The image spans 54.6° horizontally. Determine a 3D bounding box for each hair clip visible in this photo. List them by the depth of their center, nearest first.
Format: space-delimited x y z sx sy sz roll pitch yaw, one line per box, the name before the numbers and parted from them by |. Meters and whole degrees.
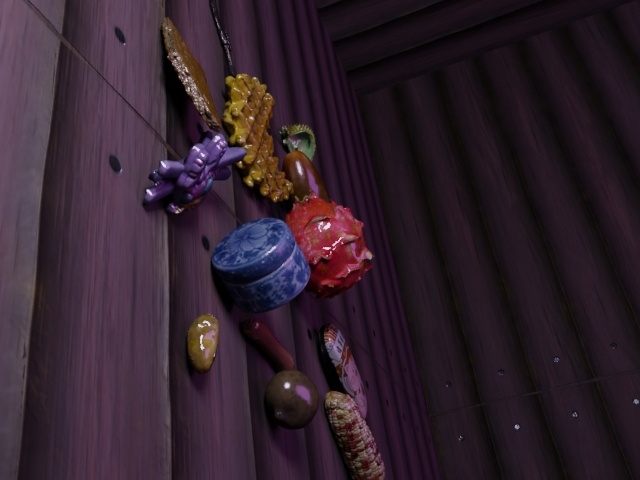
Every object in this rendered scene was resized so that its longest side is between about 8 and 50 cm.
hair clip | -0.188 -0.120 0.985 0.090 0.137 0.278 34 22 -8

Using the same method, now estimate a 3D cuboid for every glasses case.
glasses case | 0.056 0.327 1.519 0.103 0.067 0.267 -77 148 -68

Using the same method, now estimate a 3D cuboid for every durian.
durian | -0.065 -0.277 1.758 0.215 0.086 0.100 58 34 -55

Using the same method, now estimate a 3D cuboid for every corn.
corn | 0.078 0.454 1.421 0.086 0.086 0.253 -68 138 -69

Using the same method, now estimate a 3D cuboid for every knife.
knife | -0.228 -0.484 1.453 0.045 0.021 0.222 17 56 -77

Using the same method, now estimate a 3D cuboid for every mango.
mango | -0.031 -0.103 1.593 0.133 0.111 0.267 -115 180 -63

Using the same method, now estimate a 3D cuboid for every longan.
longan | -0.052 0.280 1.086 0.113 0.092 0.113 -8 90 -67

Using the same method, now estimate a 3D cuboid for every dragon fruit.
dragon fruit | 0.000 0.000 1.416 0.210 0.205 0.268 5 58 -47

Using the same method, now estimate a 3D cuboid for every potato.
potato | -0.169 0.144 0.881 0.045 0.046 0.092 116 -18 -54

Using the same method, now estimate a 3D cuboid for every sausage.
sausage | -0.091 0.197 1.142 0.186 0.043 0.043 60 19 -45

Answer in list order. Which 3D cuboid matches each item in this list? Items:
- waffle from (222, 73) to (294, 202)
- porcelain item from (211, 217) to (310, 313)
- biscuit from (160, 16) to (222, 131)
waffle | -0.146 -0.223 1.385 0.260 0.069 0.293 -1 78 -74
porcelain item | -0.103 0.038 1.056 0.147 0.147 0.114 -86 153 -57
biscuit | -0.232 -0.293 1.092 0.131 0.026 0.237 54 9 -44
